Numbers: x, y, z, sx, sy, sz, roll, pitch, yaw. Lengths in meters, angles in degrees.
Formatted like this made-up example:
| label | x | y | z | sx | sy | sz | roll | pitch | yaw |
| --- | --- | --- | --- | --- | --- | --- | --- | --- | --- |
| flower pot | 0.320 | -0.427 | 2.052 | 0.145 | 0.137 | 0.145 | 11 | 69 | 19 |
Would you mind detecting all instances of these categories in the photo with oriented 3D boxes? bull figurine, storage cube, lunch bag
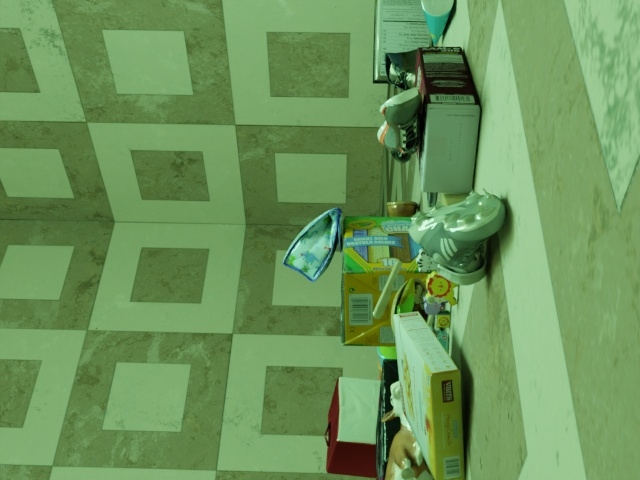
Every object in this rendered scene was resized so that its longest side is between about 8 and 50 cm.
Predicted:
| label | x | y | z | sx | sy | sz | roll | pitch | yaw |
| --- | --- | --- | --- | --- | --- | --- | --- | --- | --- |
| bull figurine | 0.155 | 0.398 | 1.450 | 0.188 | 0.101 | 0.310 | -93 | 4 | -86 |
| storage cube | 0.123 | 0.476 | 2.186 | 0.193 | 0.215 | 0.183 | 100 | 175 | -51 |
| lunch bag | 0.000 | 0.000 | 1.764 | 0.151 | 0.096 | 0.129 | -60 | 0 | 5 |

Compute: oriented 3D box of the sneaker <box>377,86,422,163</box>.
| label | x | y | z | sx | sy | sz | roll | pitch | yaw |
| --- | --- | --- | --- | --- | --- | --- | --- | --- | --- |
| sneaker | 0.119 | -0.152 | 1.168 | 0.158 | 0.061 | 0.064 | 86 | 158 | -74 |

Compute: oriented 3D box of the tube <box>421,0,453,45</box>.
| label | x | y | z | sx | sy | sz | roll | pitch | yaw |
| --- | --- | --- | --- | --- | --- | --- | --- | --- | --- |
| tube | 0.204 | -0.396 | 1.499 | 0.207 | 0.052 | 0.080 | -20 | -59 | -82 |

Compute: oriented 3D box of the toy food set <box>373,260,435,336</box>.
| label | x | y | z | sx | sy | sz | roll | pitch | yaw |
| --- | --- | --- | --- | --- | --- | --- | --- | --- | --- |
| toy food set | 0.165 | 0.132 | 1.504 | 0.192 | 0.039 | 0.132 | 51 | -125 | -45 |

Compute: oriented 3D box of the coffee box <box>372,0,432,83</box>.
| label | x | y | z | sx | sy | sz | roll | pitch | yaw |
| --- | --- | --- | --- | --- | --- | --- | --- | --- | --- |
| coffee box | 0.174 | -0.479 | 1.814 | 0.168 | 0.119 | 0.297 | -86 | -2 | -81 |

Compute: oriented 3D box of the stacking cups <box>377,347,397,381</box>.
| label | x | y | z | sx | sy | sz | roll | pitch | yaw |
| --- | --- | --- | --- | --- | --- | --- | --- | --- | --- |
| stacking cups | 0.193 | 0.291 | 2.186 | 0.316 | 0.096 | 0.096 | 82 | -173 | -46 |

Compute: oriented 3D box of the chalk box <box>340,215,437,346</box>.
| label | x | y | z | sx | sy | sz | roll | pitch | yaw |
| --- | --- | --- | --- | --- | --- | --- | --- | --- | --- |
| chalk box | 0.133 | 0.063 | 1.740 | 0.289 | 0.179 | 0.180 | -84 | -6 | -60 |

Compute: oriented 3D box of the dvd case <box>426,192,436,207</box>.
| label | x | y | z | sx | sy | sz | roll | pitch | yaw |
| --- | --- | --- | --- | --- | --- | --- | --- | --- | --- |
| dvd case | 0.215 | -0.197 | 1.663 | 0.164 | 0.018 | 0.221 | 88 | -177 | -48 |

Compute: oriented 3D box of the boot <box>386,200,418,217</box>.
| label | x | y | z | sx | sy | sz | roll | pitch | yaw |
| --- | --- | --- | --- | --- | --- | --- | --- | --- | --- |
| boot | 0.196 | -0.008 | 2.042 | 0.197 | 0.073 | 0.152 | 47 | -136 | -70 |

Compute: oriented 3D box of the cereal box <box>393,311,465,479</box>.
| label | x | y | z | sx | sy | sz | roll | pitch | yaw |
| --- | --- | --- | --- | --- | --- | --- | --- | --- | --- |
| cereal box | 0.158 | 0.225 | 1.277 | 0.240 | 0.047 | 0.172 | -118 | 22 | -74 |

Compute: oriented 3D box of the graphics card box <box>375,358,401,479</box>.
| label | x | y | z | sx | sy | sz | roll | pitch | yaw |
| --- | --- | --- | --- | --- | --- | --- | --- | --- | --- |
| graphics card box | 0.170 | 0.442 | 1.856 | 0.370 | 0.094 | 0.232 | 91 | -178 | -54 |

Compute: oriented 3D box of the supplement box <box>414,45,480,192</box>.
| label | x | y | z | sx | sy | sz | roll | pitch | yaw |
| --- | --- | --- | --- | --- | --- | --- | --- | --- | --- |
| supplement box | 0.176 | -0.180 | 1.243 | 0.239 | 0.073 | 0.130 | -85 | -4 | -59 |

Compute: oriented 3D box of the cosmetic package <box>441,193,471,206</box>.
| label | x | y | z | sx | sy | sz | roll | pitch | yaw |
| --- | --- | --- | --- | --- | --- | --- | --- | --- | --- |
| cosmetic package | 0.186 | -0.022 | 1.145 | 0.115 | 0.041 | 0.060 | -84 | -6 | -75 |

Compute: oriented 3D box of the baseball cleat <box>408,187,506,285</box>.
| label | x | y | z | sx | sy | sz | roll | pitch | yaw |
| --- | --- | --- | --- | --- | --- | --- | --- | --- | --- |
| baseball cleat | 0.176 | 0.000 | 1.004 | 0.109 | 0.072 | 0.206 | 54 | 169 | -9 |

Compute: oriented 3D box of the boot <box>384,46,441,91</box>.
| label | x | y | z | sx | sy | sz | roll | pitch | yaw |
| --- | --- | --- | --- | --- | --- | --- | --- | --- | --- |
| boot | 0.169 | -0.275 | 1.543 | 0.219 | 0.106 | 0.082 | -87 | -3 | -50 |

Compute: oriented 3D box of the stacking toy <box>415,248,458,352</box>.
| label | x | y | z | sx | sy | sz | roll | pitch | yaw |
| --- | --- | --- | --- | --- | --- | --- | --- | --- | --- |
| stacking toy | 0.184 | 0.133 | 1.400 | 0.167 | 0.052 | 0.221 | -83 | -7 | -74 |
